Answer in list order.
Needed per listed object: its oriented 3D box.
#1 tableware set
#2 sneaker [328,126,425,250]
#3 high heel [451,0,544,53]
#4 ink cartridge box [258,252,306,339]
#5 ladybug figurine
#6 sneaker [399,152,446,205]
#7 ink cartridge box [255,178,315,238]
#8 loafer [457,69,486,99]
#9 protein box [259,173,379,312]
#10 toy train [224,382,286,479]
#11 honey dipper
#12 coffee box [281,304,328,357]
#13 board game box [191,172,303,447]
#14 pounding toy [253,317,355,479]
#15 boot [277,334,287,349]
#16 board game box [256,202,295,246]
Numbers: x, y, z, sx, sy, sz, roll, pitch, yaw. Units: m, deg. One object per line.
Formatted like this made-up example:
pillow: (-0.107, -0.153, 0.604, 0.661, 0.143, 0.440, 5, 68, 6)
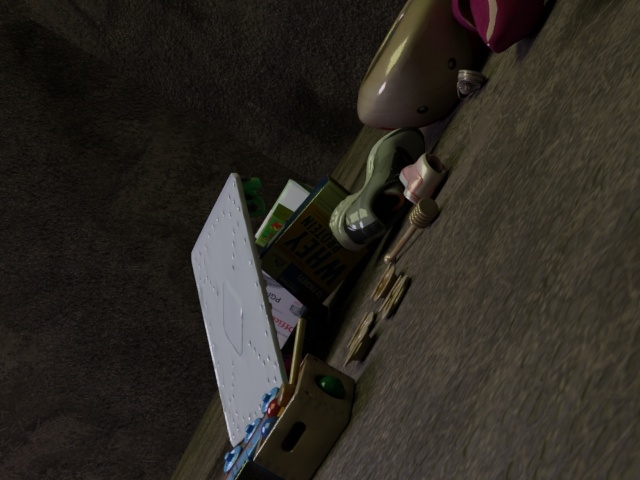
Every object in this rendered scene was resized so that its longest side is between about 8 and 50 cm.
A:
tableware set: (0.072, 0.098, 1.401, 0.141, 0.020, 0.168, -60, 4, 6)
sneaker: (0.121, -0.091, 1.765, 0.108, 0.100, 0.271, -17, 34, 47)
high heel: (0.246, -0.343, 1.635, 0.181, 0.127, 0.377, -57, 4, -7)
ink cartridge box: (-0.066, 0.082, 2.216, 0.217, 0.159, 0.092, -59, 6, 11)
ladybug figurine: (0.195, -0.339, 1.986, 0.305, 0.162, 0.449, -59, 5, 22)
sneaker: (0.156, -0.100, 1.569, 0.070, 0.051, 0.134, -57, 8, 17)
ink cartridge box: (-0.024, -0.035, 2.349, 0.154, 0.093, 0.212, -58, -27, 10)
loafer: (0.241, -0.251, 1.706, 0.125, 0.045, 0.039, -36, -40, -84)
protein box: (0.000, 0.000, 1.923, 0.200, 0.136, 0.201, -49, 5, 5)
toy train: (-0.066, 0.280, 1.428, 0.184, 0.080, 0.105, -58, 13, 1)
honey dipper: (0.123, -0.008, 1.480, 0.030, 0.031, 0.160, -63, 1, -33)
coffee box: (-0.050, 0.206, 1.971, 0.184, 0.040, 0.113, -58, 2, 14)
board game box: (-0.132, 0.132, 1.841, 0.390, 0.050, 0.389, 128, 131, -62)
pounding toy: (-0.022, 0.195, 1.284, 0.141, 0.100, 0.130, -59, 5, 18)
boot: (-0.084, 0.201, 2.339, 0.190, 0.069, 0.086, -53, -7, -28)
board game box: (-0.029, 0.010, 2.110, 0.092, 0.181, 0.043, -56, 6, 44)
